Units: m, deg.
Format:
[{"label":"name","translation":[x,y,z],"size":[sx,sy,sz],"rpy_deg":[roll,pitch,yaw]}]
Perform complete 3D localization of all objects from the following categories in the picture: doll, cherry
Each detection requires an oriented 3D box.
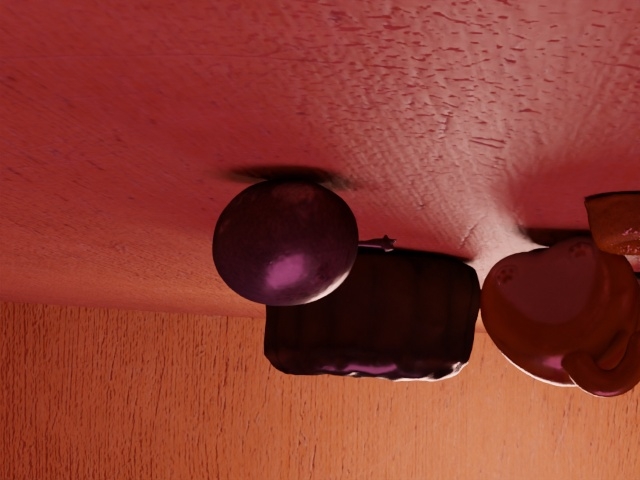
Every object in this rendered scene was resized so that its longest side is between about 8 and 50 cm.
[{"label":"doll","translation":[0.271,0.077,1.381],"size":[0.167,0.162,0.269],"rpy_deg":[-13,179,17]},{"label":"cherry","translation":[0.001,-0.005,1.110],"size":[0.188,0.115,0.148],"rpy_deg":[-2,136,-15]}]

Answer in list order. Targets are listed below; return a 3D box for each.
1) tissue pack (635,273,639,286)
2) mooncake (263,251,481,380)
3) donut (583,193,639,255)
[{"label":"tissue pack","translation":[0.452,0.080,1.682],"size":[0.109,0.060,0.148],"rpy_deg":[-1,170,34]},{"label":"mooncake","translation":[0.067,0.101,1.682],"size":[0.290,0.161,0.290],"rpy_deg":[3,175,0]},{"label":"donut","translation":[0.273,-0.014,1.085],"size":[0.097,0.043,0.108],"rpy_deg":[5,169,-10]}]
